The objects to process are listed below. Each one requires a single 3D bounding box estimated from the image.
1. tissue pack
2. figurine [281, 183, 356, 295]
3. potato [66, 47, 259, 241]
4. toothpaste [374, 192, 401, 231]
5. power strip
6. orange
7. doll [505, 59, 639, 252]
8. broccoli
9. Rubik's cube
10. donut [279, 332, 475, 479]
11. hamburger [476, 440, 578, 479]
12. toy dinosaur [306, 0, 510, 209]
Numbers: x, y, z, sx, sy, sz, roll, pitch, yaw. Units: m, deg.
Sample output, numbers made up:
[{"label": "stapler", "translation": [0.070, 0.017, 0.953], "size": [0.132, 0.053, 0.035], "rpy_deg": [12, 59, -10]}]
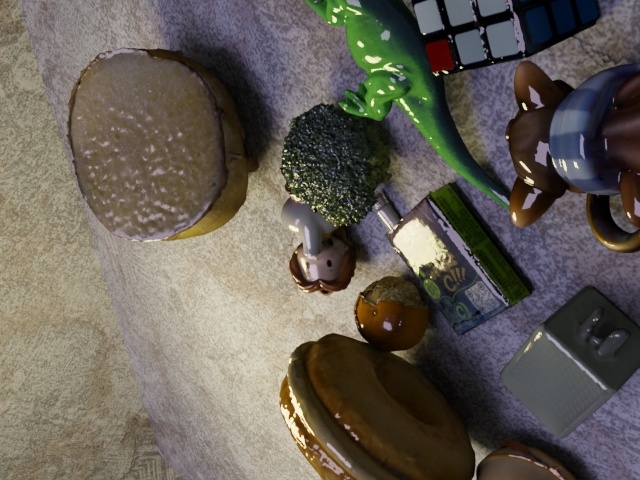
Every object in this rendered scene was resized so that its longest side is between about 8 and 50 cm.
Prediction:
[{"label": "tissue pack", "translation": [0.234, 0.037, 1.257], "size": [0.235, 0.073, 0.173], "rpy_deg": [55, 147, 10]}, {"label": "figurine", "translation": [0.000, 0.000, 1.484], "size": [0.142, 0.189, 0.263], "rpy_deg": [-3, 117, 17]}, {"label": "potato", "translation": [-0.331, -0.221, 1.664], "size": [0.385, 0.319, 0.442], "rpy_deg": [-22, 88, 18]}, {"label": "toothpaste", "translation": [0.157, -0.007, 1.372], "size": [0.190, 0.031, 0.048], "rpy_deg": [55, 145, 2]}, {"label": "power strip", "translation": [0.394, 0.168, 1.077], "size": [0.139, 0.140, 0.224], "rpy_deg": [47, 144, 22]}, {"label": "orange", "translation": [0.144, 0.146, 1.428], "size": [0.157, 0.134, 0.156], "rpy_deg": [-10, 72, 32]}, {"label": "doll", "translation": [0.378, -0.112, 0.822], "size": [0.340, 0.209, 0.318], "rpy_deg": [6, 116, 55]}, {"label": "broccoli", "translation": [0.023, -0.146, 1.323], "size": [0.176, 0.198, 0.226], "rpy_deg": [37, -171, -24]}, {"label": "Rubik's cube", "translation": [0.227, -0.315, 0.910], "size": [0.163, 0.160, 0.162], "rpy_deg": [3, 116, 53]}, {"label": "donut", "translation": [0.114, 0.360, 1.385], "size": [0.449, 0.449, 0.198], "rpy_deg": [45, 105, 23]}, {"label": "hamburger", "translation": [0.390, 0.481, 1.321], "size": [0.237, 0.147, 0.237], "rpy_deg": [28, 136, 30]}, {"label": "toy dinosaur", "translation": [0.158, -0.259, 1.018], "size": [0.500, 0.144, 0.374], "rpy_deg": [39, 166, 11]}]
